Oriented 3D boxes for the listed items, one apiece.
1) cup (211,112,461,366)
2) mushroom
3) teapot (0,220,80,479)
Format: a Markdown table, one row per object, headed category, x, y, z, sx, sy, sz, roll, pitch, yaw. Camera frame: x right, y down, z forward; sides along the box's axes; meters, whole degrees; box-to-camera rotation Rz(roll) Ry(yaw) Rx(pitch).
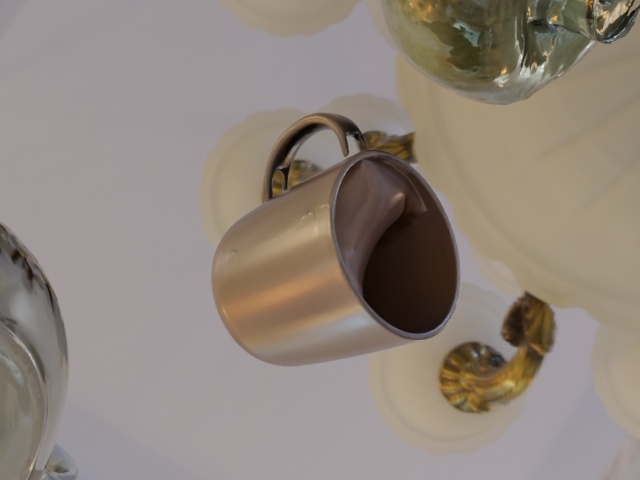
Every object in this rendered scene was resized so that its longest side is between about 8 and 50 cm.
| category | x | y | z | sx | sy | sz | roll | pitch | yaw |
| --- | --- | --- | --- | --- | --- | --- | --- | --- | --- |
| cup | 0.000 | 0.000 | 0.982 | 0.191 | 0.200 | 0.253 | -4 | -103 | -48 |
| mushroom | 0.214 | -0.305 | 0.990 | 0.352 | 0.260 | 0.352 | -29 | -46 | -36 |
| teapot | -0.214 | 0.079 | 0.438 | 0.166 | 0.299 | 0.208 | 14 | -110 | 24 |
